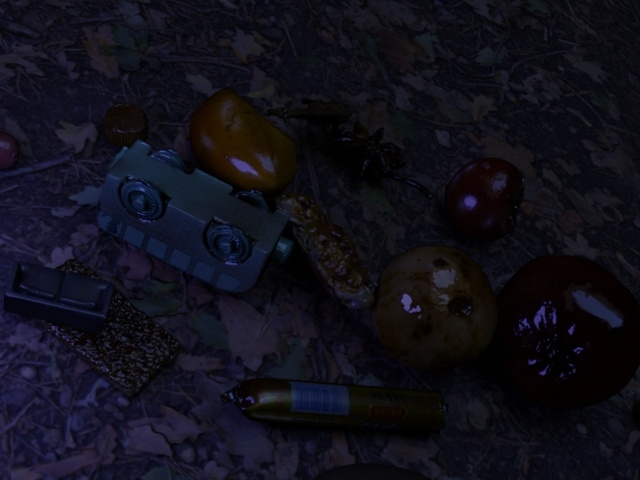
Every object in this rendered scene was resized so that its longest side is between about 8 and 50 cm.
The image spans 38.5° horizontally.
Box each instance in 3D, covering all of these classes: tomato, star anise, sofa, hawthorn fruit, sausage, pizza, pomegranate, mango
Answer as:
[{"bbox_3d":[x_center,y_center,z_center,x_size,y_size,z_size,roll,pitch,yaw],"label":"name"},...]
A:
[{"bbox_3d":[0.323,-0.079,1.821,0.167,0.167,0.167,15,47,-17],"label":"tomato"},{"bbox_3d":[0.104,-0.157,1.807,0.177,0.073,0.234,4,34,-26],"label":"star anise"},{"bbox_3d":[-0.376,0.071,1.329,0.147,0.060,0.085,16,49,-13],"label":"sofa"},{"bbox_3d":[0.433,0.144,1.618,0.265,0.265,0.307,34,31,1],"label":"hawthorn fruit"},{"bbox_3d":[-0.556,-0.153,1.457,0.154,0.062,0.062,12,48,-19],"label":"sausage"},{"bbox_3d":[0.000,0.000,1.562,0.085,0.161,0.305,-34,59,-5],"label":"pizza"},{"bbox_3d":[0.189,0.116,1.542,0.215,0.215,0.215,15,47,-17],"label":"pomegranate"},{"bbox_3d":[-0.132,-0.156,1.594,0.187,0.138,0.257,23,20,-22],"label":"mango"},{"bbox_3d":[0.024,0.254,1.416,0.371,0.082,0.082,8,50,-23],"label":"sausage"}]

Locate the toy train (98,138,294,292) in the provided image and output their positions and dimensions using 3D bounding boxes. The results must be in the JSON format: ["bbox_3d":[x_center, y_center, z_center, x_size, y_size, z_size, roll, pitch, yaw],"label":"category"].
[{"bbox_3d":[-0.202,-0.030,1.481,0.326,0.159,0.129,26,42,-1],"label":"toy train"}]

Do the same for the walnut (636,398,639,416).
[{"bbox_3d":[0.633,0.311,1.699,0.092,0.092,0.092,15,47,-17],"label":"walnut"}]

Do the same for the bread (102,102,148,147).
[{"bbox_3d":[-0.345,-0.199,1.620,0.085,0.053,0.085,7,50,-8],"label":"bread"}]

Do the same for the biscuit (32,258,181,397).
[{"bbox_3d":[-0.327,0.126,1.370,0.231,0.025,0.131,37,45,5],"label":"biscuit"}]

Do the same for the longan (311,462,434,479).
[{"bbox_3d":[0.063,0.450,1.108,0.361,0.361,0.361,15,47,-17],"label":"longan"}]

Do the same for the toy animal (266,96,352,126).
[{"bbox_3d":[-0.015,-0.244,1.751,0.149,0.054,0.275,8,13,3],"label":"toy animal"}]
